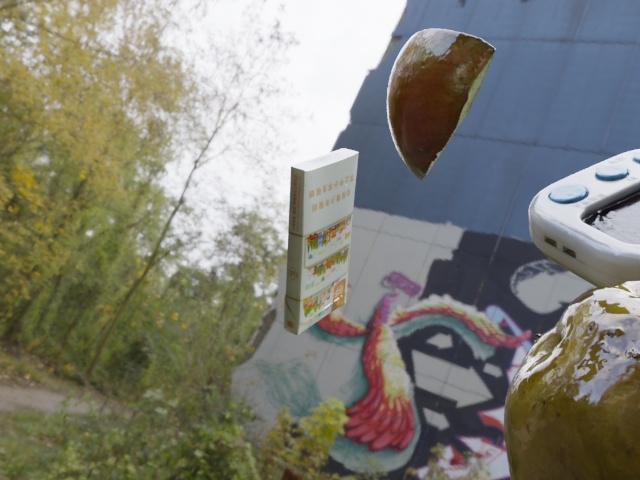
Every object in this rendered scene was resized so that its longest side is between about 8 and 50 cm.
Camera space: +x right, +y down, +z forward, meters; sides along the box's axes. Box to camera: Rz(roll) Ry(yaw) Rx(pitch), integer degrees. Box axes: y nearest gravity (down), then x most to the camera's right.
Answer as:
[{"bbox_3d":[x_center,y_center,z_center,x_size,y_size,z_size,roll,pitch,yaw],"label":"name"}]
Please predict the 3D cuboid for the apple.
[{"bbox_3d":[0.211,-0.253,1.240,0.179,0.254,0.346,-16,-7,0],"label":"apple"}]

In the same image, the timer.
[{"bbox_3d":[0.405,-0.025,0.823,0.237,0.261,0.087,45,-26,56],"label":"timer"}]

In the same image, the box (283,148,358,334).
[{"bbox_3d":[0.001,0.000,0.868,0.032,0.221,0.122,17,25,30],"label":"box"}]

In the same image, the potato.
[{"bbox_3d":[0.206,0.212,0.450,0.176,0.369,0.195,3,-8,-34],"label":"potato"}]
